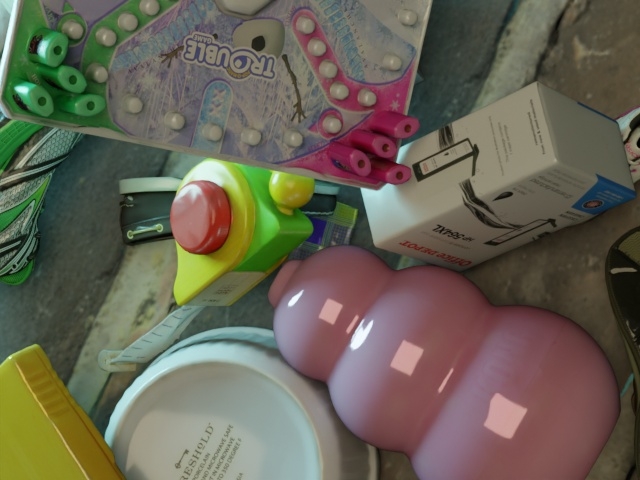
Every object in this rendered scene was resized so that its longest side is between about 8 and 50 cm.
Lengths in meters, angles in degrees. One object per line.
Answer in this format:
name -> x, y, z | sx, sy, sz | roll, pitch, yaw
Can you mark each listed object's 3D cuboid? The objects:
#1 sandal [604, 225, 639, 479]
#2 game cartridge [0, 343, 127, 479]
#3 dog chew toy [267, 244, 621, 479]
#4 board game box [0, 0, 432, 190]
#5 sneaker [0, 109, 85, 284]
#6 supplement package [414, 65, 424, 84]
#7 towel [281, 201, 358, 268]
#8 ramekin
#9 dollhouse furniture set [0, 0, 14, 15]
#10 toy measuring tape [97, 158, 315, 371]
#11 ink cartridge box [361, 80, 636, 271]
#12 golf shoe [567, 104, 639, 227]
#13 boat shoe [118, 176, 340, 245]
sandal -> 0.337, 0.133, 1.740 | 0.120, 0.086, 0.302 | -8, 70, 3
game cartridge -> -0.254, 0.297, 1.793 | 0.323, 0.053, 0.285 | 57, 134, 10
dog chew toy -> 0.103, 0.117, 1.715 | 0.332, 0.206, 0.206 | 31, 93, 7
board game box -> -0.047, -0.257, 1.558 | 0.050, 0.390, 0.389 | 18, 96, 55
sneaker -> -0.321, -0.049, 1.884 | 0.343, 0.134, 0.146 | -47, 115, -1
supplement package -> -0.007, -0.169, 1.817 | 0.179, 0.105, 0.105 | -25, 82, 8
towel -> 0.000, 0.000, 1.853 | 0.060, 0.009, 0.083 | 19, 90, 13
ramekin -> -0.085, 0.217, 1.797 | 0.273, 0.127, 0.272 | -1, 87, 12
dollhouse furniture set -> -0.086, -0.328, 1.729 | 0.394, 0.362, 0.256 | -34, 77, -22
toy measuring tape -> -0.118, 0.007, 1.772 | 0.330, 0.121, 0.121 | -38, 78, 39
ink cartridge box -> 0.160, -0.053, 1.714 | 0.203, 0.148, 0.085 | -26, 64, 32
golf shoe -> 0.279, -0.082, 1.762 | 0.186, 0.086, 0.067 | -41, 82, 8
boat shoe -> -0.089, -0.027, 1.841 | 0.228, 0.081, 0.068 | 0, 89, 19
